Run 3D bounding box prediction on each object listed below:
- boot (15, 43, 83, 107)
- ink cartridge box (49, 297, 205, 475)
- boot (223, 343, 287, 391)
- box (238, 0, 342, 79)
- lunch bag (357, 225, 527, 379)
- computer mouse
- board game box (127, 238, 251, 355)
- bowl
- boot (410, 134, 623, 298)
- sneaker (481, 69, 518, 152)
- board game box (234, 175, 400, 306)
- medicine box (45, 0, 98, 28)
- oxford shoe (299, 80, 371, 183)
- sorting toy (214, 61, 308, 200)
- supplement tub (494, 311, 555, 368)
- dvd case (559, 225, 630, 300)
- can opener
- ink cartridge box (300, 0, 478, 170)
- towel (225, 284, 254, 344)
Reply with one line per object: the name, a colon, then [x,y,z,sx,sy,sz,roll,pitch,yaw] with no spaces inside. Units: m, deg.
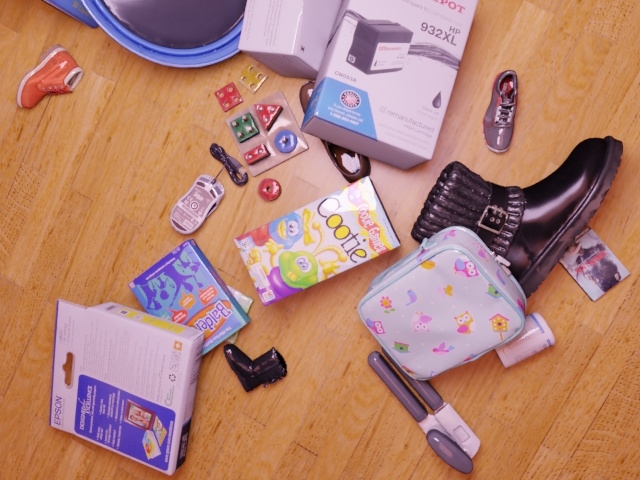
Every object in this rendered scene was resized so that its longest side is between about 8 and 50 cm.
boot: [-0.577,-0.331,1.173,0.084,0.059,0.158,43,96,-1]
ink cartridge box: [-0.404,0.289,1.130,0.307,0.072,0.304,16,106,16]
boot: [-0.133,0.250,1.141,0.099,0.045,0.121,-27,97,11]
box: [-0.044,-0.410,1.020,0.119,0.182,0.181,14,95,23]
lunch bag: [0.218,0.111,1.003,0.224,0.108,0.279,50,124,-2]
computer mouse: [-0.239,-0.098,1.144,0.106,0.042,0.193,40,92,0]
board game box: [-0.269,0.127,1.131,0.160,0.047,0.210,-37,90,6]
bowl: [-0.262,-0.524,1.012,0.390,0.077,0.391,-9,113,-21]
boot: [0.354,-0.089,1.013,0.260,0.131,0.348,33,97,5]
sneaker: [0.342,-0.247,1.040,0.061,0.065,0.158,3,93,8]
board game box: [0.000,0.000,1.061,0.275,0.142,0.144,-25,89,9]
medicine box: [-0.492,-0.602,1.041,0.149,0.263,0.289,30,97,6]
oxford shoe: [0.029,-0.219,1.072,0.082,0.096,0.227,-33,86,10]
sorting toy: [-0.116,-0.227,1.116,0.132,0.046,0.275,-26,89,8]
supplement tub: [0.385,0.190,1.053,0.107,0.071,0.071,-29,89,9]
dvd case: [0.519,0.044,1.056,0.087,0.013,0.119,-40,86,8]
can opener: [0.203,0.324,1.072,0.076,0.095,0.283,-41,87,7]
ink cartridge box: [0.121,-0.312,0.985,0.223,0.129,0.308,18,84,-11]
towel: [-0.229,0.141,1.161,0.152,0.023,0.113,25,97,6]
